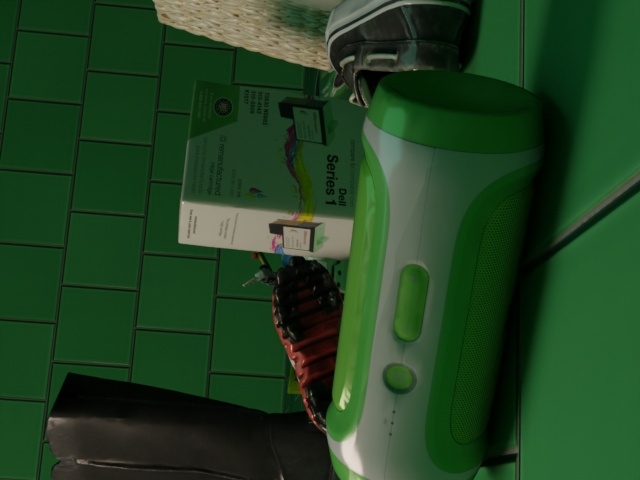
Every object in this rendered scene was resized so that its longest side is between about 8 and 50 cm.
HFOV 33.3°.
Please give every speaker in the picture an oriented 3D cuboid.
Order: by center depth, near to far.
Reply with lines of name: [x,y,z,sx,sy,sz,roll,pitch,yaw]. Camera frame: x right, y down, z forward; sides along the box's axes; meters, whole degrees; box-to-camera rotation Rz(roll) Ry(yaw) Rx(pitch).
speaker: [0.076,0.038,0.756,0.131,0.131,0.297,-96,11,-66]

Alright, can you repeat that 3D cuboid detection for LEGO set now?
LEGO set: [-0.069,0.077,2.028,0.244,0.060,0.182,47,-162,-24]

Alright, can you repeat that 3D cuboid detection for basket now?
basket: [-0.073,-0.482,1.648,0.266,0.331,0.328,92,-165,-73]

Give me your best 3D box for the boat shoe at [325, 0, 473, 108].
boat shoe: [0.066,-0.185,1.101,0.335,0.121,0.119,154,125,-82]

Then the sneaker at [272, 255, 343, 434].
sneaker: [0.003,0.154,1.442,0.135,0.097,0.276,78,173,-60]

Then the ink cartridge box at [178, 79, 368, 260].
ink cartridge box: [-0.046,-0.093,1.463,0.117,0.278,0.201,108,166,-59]

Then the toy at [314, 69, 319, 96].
toy: [0.013,-0.224,2.187,0.237,0.056,0.137,89,-172,-62]

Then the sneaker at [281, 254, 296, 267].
sneaker: [-0.055,-0.008,2.022,0.240,0.091,0.126,-118,31,-77]

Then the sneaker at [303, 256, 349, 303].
sneaker: [0.001,0.000,1.619,0.256,0.094,0.151,58,-149,-52]

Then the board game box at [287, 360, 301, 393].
board game box: [-0.001,0.179,1.767,0.043,0.092,0.181,-93,9,-51]

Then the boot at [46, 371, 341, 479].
boot: [-0.183,0.386,1.628,0.146,0.445,0.367,-95,10,-64]

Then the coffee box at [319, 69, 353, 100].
coffee box: [0.042,-0.254,1.723,0.113,0.040,0.184,-41,37,42]
